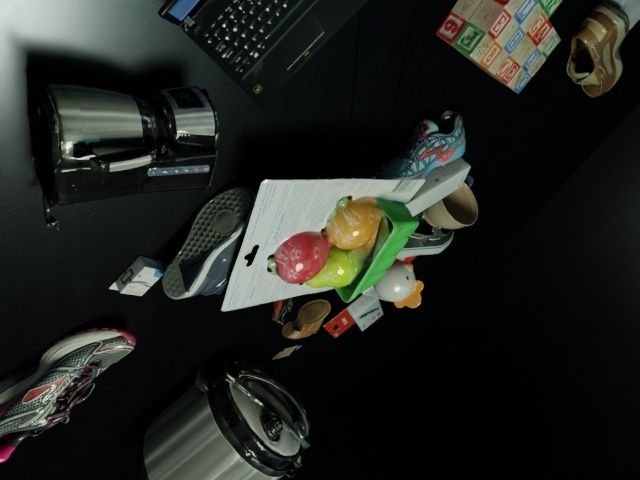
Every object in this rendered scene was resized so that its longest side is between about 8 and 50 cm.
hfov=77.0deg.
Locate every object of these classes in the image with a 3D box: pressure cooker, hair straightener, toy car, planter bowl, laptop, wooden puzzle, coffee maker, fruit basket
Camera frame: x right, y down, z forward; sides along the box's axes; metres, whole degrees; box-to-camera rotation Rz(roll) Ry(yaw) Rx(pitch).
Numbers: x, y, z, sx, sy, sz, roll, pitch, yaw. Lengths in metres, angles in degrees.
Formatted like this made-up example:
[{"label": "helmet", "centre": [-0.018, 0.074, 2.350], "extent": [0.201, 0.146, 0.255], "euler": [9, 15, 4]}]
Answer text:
[{"label": "pressure cooker", "centre": [-0.251, 0.564, 1.178], "extent": [0.420, 0.375, 0.370], "euler": [-41, 151, 4]}, {"label": "hair straightener", "centre": [-0.093, 0.180, 1.149], "extent": [0.089, 0.047, 0.230], "euler": [-26, 151, -25]}, {"label": "toy car", "centre": [0.188, 0.069, 1.063], "extent": [0.210, 0.238, 0.219], "euler": [-49, 171, 24]}, {"label": "planter bowl", "centre": [0.383, -0.102, 1.230], "extent": [0.162, 0.162, 0.109], "euler": [-18, 171, -37]}, {"label": "laptop", "centre": [-0.020, -0.256, 0.419], "extent": [0.234, 0.136, 0.264], "euler": [-42, 154, 8]}, {"label": "wooden puzzle", "centre": [-0.127, 0.419, 1.519], "extent": [0.078, 0.014, 0.116], "euler": [-44, 154, 19]}, {"label": "coffee maker", "centre": [-0.228, -0.106, 0.477], "extent": [0.178, 0.120, 0.171], "euler": [-13, 166, -41]}, {"label": "fruit basket", "centre": [0.000, 0.000, 0.788], "extent": [0.353, 0.165, 0.327], "euler": [-3, 137, -30]}]

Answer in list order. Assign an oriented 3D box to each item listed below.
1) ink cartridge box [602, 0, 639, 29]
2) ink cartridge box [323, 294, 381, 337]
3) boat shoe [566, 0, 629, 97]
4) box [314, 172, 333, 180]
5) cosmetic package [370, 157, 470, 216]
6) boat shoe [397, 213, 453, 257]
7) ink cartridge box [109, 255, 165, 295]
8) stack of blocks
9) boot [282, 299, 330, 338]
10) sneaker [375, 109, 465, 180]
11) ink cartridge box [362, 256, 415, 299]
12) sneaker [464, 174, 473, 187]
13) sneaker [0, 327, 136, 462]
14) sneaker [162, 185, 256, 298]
[{"label": "ink cartridge box", "centre": [0.791, -0.645, 0.994], "extent": [0.186, 0.065, 0.311], "euler": [-46, 155, 13]}, {"label": "ink cartridge box", "centre": [0.146, 0.332, 1.688], "extent": [0.239, 0.060, 0.275], "euler": [-39, 154, -5]}, {"label": "boat shoe", "centre": [0.743, -0.500, 1.115], "extent": [0.120, 0.122, 0.324], "euler": [-40, 146, 13]}, {"label": "box", "centre": [0.013, -0.043, 0.928], "extent": [0.183, 0.056, 0.231], "euler": [-48, 152, 14]}, {"label": "cosmetic package", "centre": [0.243, -0.145, 1.004], "extent": [0.231, 0.117, 0.085], "euler": [-31, 152, -20]}, {"label": "boat shoe", "centre": [0.342, -0.026, 1.308], "extent": [0.335, 0.121, 0.119], "euler": [-15, 142, -41]}, {"label": "ink cartridge box", "centre": [-0.319, 0.069, 0.701], "extent": [0.083, 0.028, 0.048], "euler": [-43, 153, 8]}, {"label": "stack of blocks", "centre": [0.369, -0.413, 0.778], "extent": [0.297, 0.087, 0.171], "euler": [-4, 137, -50]}, {"label": "boot", "centre": [-0.022, 0.263, 1.349], "extent": [0.197, 0.072, 0.152], "euler": [-35, 155, 17]}, {"label": "sneaker", "centre": [0.222, -0.215, 0.918], "extent": [0.262, 0.104, 0.125], "euler": [-34, 136, -21]}, {"label": "ink cartridge box", "centre": [0.284, 0.109, 1.510], "extent": [0.261, 0.066, 0.296], "euler": [-44, 153, 11]}, {"label": "sneaker", "centre": [0.453, -0.164, 1.320], "extent": [0.059, 0.053, 0.144], "euler": [-18, 155, -36]}, {"label": "sneaker", "centre": [-0.469, 0.268, 0.726], "extent": [0.299, 0.112, 0.121], "euler": [-35, 154, -11]}, {"label": "sneaker", "centre": [-0.172, 0.009, 0.745], "extent": [0.226, 0.086, 0.163], "euler": [-52, 161, 6]}]
